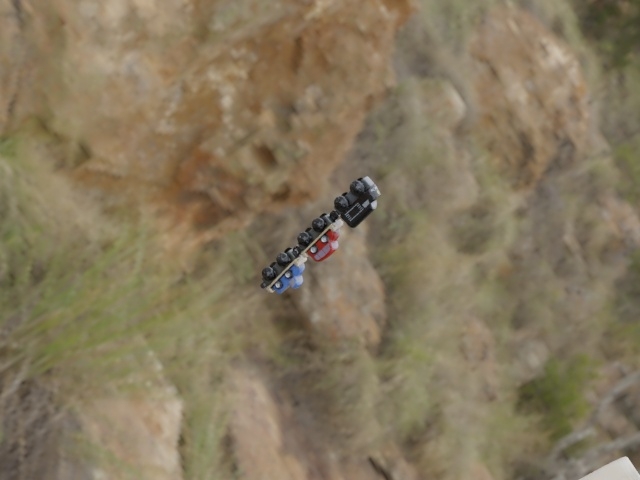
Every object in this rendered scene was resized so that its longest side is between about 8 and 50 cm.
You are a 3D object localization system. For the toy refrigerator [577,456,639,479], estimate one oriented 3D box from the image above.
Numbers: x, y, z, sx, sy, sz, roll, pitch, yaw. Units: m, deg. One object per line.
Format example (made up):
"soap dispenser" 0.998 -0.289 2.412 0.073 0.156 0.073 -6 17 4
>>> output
"toy refrigerator" 0.293 0.336 1.257 0.269 0.102 0.094 61 5 -11

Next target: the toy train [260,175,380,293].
"toy train" 0.000 0.000 1.362 0.036 0.158 0.027 48 26 4
